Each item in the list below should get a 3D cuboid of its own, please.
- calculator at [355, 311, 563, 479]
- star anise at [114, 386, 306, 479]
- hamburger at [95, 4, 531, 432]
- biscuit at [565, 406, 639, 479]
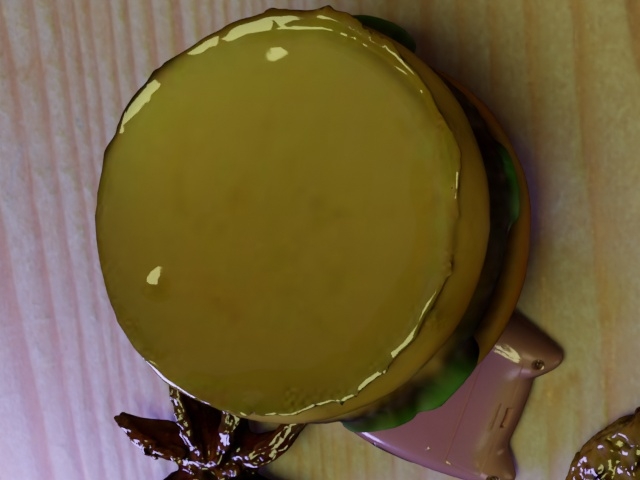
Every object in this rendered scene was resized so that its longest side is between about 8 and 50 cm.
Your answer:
[{"bbox_3d":[0.076,0.119,1.619,0.329,0.048,0.220,27,118,21],"label":"calculator"},{"bbox_3d":[-0.113,0.258,1.742,0.288,0.088,0.288,7,107,25],"label":"star anise"},{"bbox_3d":[0.000,0.000,1.457,0.395,0.277,0.396,-3,83,22],"label":"hamburger"},{"bbox_3d":[0.384,0.284,1.491,0.334,0.081,0.289,-42,83,33],"label":"biscuit"}]
